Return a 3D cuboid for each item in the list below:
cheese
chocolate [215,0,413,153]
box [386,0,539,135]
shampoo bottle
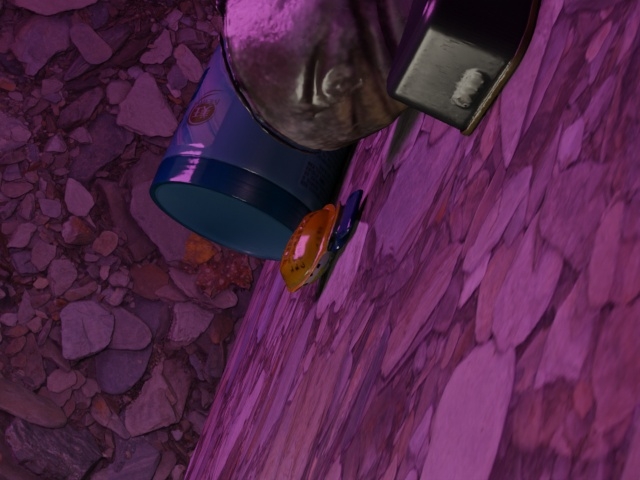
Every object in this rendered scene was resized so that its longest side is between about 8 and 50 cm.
[{"bbox_3d":[0.000,0.000,1.597,0.250,0.064,0.156,-40,28,58],"label":"cheese"},{"bbox_3d":[0.040,-0.279,1.378,0.213,0.303,0.303,-16,45,43],"label":"chocolate"},{"bbox_3d":[0.134,-0.213,0.959,0.144,0.090,0.201,119,171,-57],"label":"box"},{"bbox_3d":[-0.116,-0.181,2.069,0.331,0.331,0.342,128,165,-71],"label":"shampoo bottle"}]
